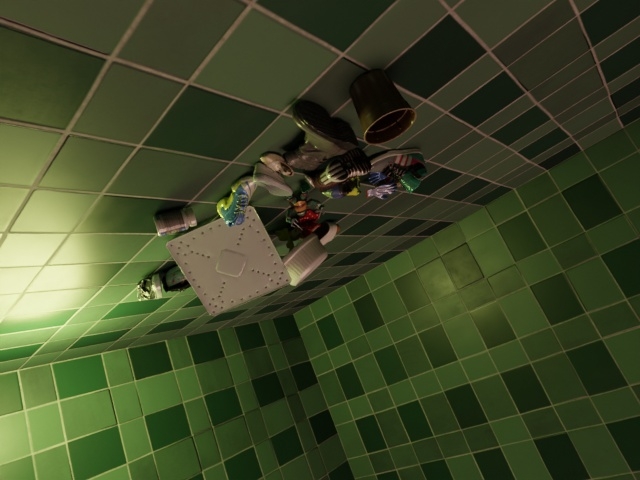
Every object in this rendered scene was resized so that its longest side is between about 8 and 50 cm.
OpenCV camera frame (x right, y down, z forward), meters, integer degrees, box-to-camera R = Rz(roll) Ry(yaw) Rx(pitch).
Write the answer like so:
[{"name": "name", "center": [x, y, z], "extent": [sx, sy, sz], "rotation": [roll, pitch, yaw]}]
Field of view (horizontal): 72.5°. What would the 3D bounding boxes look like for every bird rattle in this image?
[{"name": "bird rattle", "center": [-0.093, -0.059, 2.159], "extent": [0.253, 0.143, 0.207], "rotation": [-43, 168, 20]}]

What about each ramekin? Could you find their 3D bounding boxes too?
[{"name": "ramekin", "center": [-0.084, 0.099, 2.081], "extent": [0.273, 0.127, 0.273], "rotation": [-44, 175, -5]}]

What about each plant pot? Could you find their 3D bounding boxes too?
[{"name": "plant pot", "center": [0.175, -0.400, 1.291], "extent": [0.167, 0.165, 0.167], "rotation": [-20, 163, -6]}]

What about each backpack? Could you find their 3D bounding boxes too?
[{"name": "backpack", "center": [-0.652, 0.172, 2.088], "extent": [0.182, 0.115, 0.152], "rotation": [-26, 174, 8]}]

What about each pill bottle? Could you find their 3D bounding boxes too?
[{"name": "pill bottle", "center": [-0.523, -0.068, 1.573], "extent": [0.137, 0.078, 0.078], "rotation": [-16, 162, -19]}]

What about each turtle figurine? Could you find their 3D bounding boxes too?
[{"name": "turtle figurine", "center": [-0.084, -0.146, 1.832], "extent": [0.175, 0.118, 0.234], "rotation": [-34, 150, -11]}]

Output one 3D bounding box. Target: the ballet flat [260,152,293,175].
[{"name": "ballet flat", "center": [-0.142, -0.260, 1.511], "extent": [0.057, 0.052, 0.168], "rotation": [-30, 161, 25]}]

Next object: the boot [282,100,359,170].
[{"name": "boot", "center": [-0.039, -0.309, 1.405], "extent": [0.223, 0.118, 0.338], "rotation": [-25, 160, 27]}]

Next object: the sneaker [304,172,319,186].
[{"name": "sneaker", "center": [-0.008, -0.251, 1.724], "extent": [0.065, 0.061, 0.158], "rotation": [-42, 166, 19]}]

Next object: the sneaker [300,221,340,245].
[{"name": "sneaker", "center": [0.000, 0.000, 2.399], "extent": [0.123, 0.105, 0.290], "rotation": [-1, 151, -46]}]

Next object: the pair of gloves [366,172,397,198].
[{"name": "pair of gloves", "center": [0.282, -0.260, 1.961], "extent": [0.160, 0.023, 0.198], "rotation": [-15, 135, -14]}]

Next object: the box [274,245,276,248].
[{"name": "box", "center": [-0.307, 0.134, 2.206], "extent": [0.058, 0.232, 0.322], "rotation": [-38, 158, 29]}]

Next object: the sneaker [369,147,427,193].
[{"name": "sneaker", "center": [0.336, -0.280, 1.840], "extent": [0.296, 0.178, 0.124], "rotation": [-14, 161, -25]}]

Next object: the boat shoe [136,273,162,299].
[{"name": "boat shoe", "center": [-0.813, 0.227, 2.063], "extent": [0.105, 0.113, 0.306], "rotation": [-7, 174, -27]}]

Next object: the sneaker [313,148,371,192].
[{"name": "sneaker", "center": [0.067, -0.260, 1.661], "extent": [0.163, 0.106, 0.281], "rotation": [-27, 179, 40]}]

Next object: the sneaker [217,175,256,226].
[{"name": "sneaker", "center": [-0.286, -0.132, 1.594], "extent": [0.091, 0.126, 0.240], "rotation": [-6, 157, -44]}]

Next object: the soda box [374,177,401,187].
[{"name": "soda box", "center": [0.348, -0.283, 2.049], "extent": [0.182, 0.061, 0.058], "rotation": [-19, 163, -11]}]

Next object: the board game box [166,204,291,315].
[{"name": "board game box", "center": [-0.374, 0.087, 1.831], "extent": [0.390, 0.389, 0.050], "rotation": [-24, -157, 4]}]

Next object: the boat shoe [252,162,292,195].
[{"name": "boat shoe", "center": [-0.163, -0.218, 1.570], "extent": [0.083, 0.075, 0.226], "rotation": [-1, 170, 20]}]

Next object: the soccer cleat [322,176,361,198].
[{"name": "soccer cleat", "center": [0.092, -0.227, 1.829], "extent": [0.121, 0.093, 0.289], "rotation": [-5, -172, 22]}]
